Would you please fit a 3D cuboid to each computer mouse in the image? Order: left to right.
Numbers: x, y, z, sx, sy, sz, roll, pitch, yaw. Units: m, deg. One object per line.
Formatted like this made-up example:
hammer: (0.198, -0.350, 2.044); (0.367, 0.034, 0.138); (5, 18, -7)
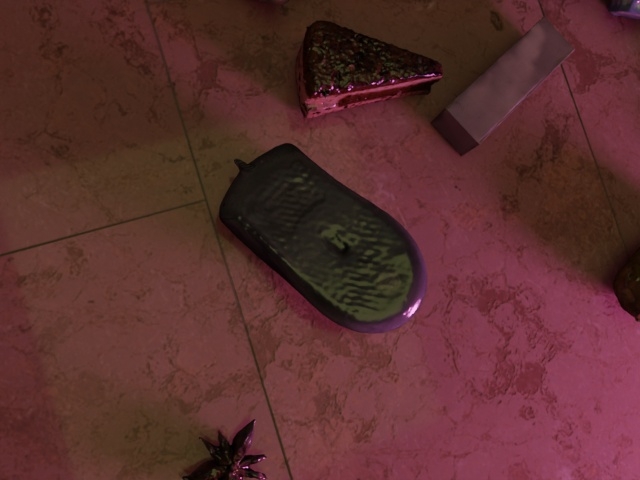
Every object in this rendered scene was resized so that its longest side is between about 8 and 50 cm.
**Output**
computer mouse: (0.000, 0.000, 1.042); (0.371, 0.122, 0.188); (42, 74, 3)

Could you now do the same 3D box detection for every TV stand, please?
TV stand: (0.328, -0.276, 1.167); (0.269, 0.083, 0.088); (-43, 90, -13)

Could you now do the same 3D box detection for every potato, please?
potato: (0.636, 0.055, 1.168); (0.251, 0.113, 0.149); (-24, 89, -13)

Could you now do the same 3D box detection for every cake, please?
cake: (0.075, -0.304, 1.103); (0.246, 0.112, 0.135); (-14, 83, -13)

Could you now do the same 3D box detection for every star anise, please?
star anise: (-0.132, 0.333, 0.999); (0.124, 0.056, 0.129); (32, 78, -5)

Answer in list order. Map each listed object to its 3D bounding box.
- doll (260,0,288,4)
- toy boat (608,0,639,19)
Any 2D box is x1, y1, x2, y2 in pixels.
doll: (-0.068, -0.517, 1.109); (0.154, 0.113, 0.275); (25, 71, -16)
toy boat: (0.545, -0.501, 1.221); (0.331, 0.145, 0.133); (13, 108, -9)
